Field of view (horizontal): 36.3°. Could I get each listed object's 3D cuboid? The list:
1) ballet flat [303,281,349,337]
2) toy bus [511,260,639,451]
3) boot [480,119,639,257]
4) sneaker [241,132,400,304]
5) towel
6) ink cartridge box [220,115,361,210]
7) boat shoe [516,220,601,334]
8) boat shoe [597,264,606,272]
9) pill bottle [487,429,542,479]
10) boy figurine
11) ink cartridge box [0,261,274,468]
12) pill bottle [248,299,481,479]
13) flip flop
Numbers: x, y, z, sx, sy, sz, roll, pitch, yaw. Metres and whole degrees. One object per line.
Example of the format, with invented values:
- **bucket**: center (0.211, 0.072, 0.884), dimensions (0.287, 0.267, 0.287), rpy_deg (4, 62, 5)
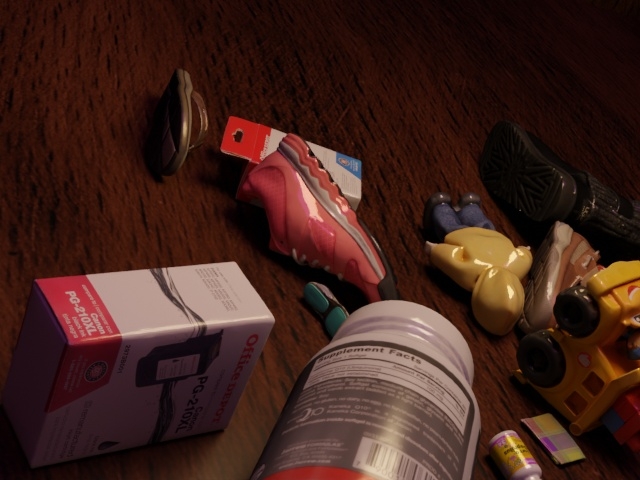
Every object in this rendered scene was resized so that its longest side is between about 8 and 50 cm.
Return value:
- **ballet flat**: center (0.019, 0.099, 1.332), dimensions (0.041, 0.041, 0.114), rpy_deg (-3, 41, -38)
- **toy bus**: center (0.401, 0.168, 1.326), dimensions (0.149, 0.220, 0.211), rpy_deg (-10, 51, -39)
- **boot**: center (0.470, -0.094, 1.855), dimensions (0.260, 0.131, 0.348), rpy_deg (14, 26, -24)
- **sneaker**: center (0.000, 0.000, 1.425), dimensions (0.314, 0.136, 0.116), rpy_deg (55, 3, 15)
- **towel**: center (0.312, 0.265, 1.304), dimensions (0.060, 0.009, 0.083), rpy_deg (-2, 40, -38)
- **ink cartridge box**: center (-0.054, -0.106, 1.557), dimensions (0.231, 0.078, 0.134), rpy_deg (19, 30, -9)
- **boat shoe**: center (0.398, 0.069, 1.566), dimensions (0.116, 0.123, 0.324), rpy_deg (30, 32, 6)
- **boat shoe**: center (0.491, 0.075, 1.693), dimensions (0.049, 0.043, 0.137), rpy_deg (23, 29, 3)
- **pill bottle**: center (0.243, 0.278, 1.202), dimensions (0.043, 0.043, 0.083), rpy_deg (3, 36, -31)
- **boy figurine**: center (0.259, 0.032, 1.544), dimensions (0.177, 0.092, 0.285), rpy_deg (-1, 39, -17)
- **ink cartridge box**: center (-0.187, 0.124, 1.013), dimensions (0.237, 0.172, 0.100), rpy_deg (-4, 41, -39)
- **pill bottle**: center (0.052, 0.224, 0.989), dimensions (0.210, 0.210, 0.363), rpy_deg (26, 30, 2)
- **flip flop**: center (-0.220, -0.190, 1.564), dimensions (0.080, 0.112, 0.277), rpy_deg (29, 22, -21)
